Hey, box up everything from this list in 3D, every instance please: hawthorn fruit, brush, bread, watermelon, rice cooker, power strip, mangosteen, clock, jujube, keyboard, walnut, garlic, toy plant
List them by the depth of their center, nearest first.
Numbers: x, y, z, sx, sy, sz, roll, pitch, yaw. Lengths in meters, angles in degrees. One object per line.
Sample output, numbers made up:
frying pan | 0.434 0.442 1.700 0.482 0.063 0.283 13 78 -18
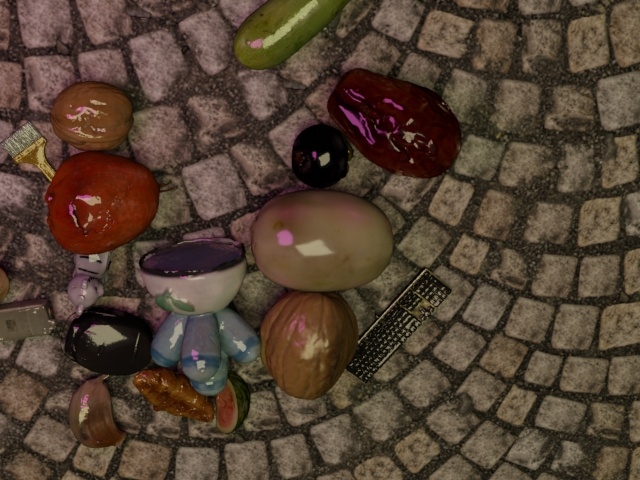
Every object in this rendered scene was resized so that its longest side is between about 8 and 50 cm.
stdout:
walnut | -0.464 -0.253 1.731 0.167 0.149 0.166 -12 143 -9
hawthorn fruit | -0.424 -0.085 1.762 0.299 0.211 0.211 -12 112 -34
jujube | 0.157 -0.246 1.776 0.290 0.197 0.197 32 103 1
brush | -0.585 -0.152 1.817 0.083 0.011 0.205 -36 109 5
mangosteen | 0.013 -0.183 1.823 0.151 0.137 0.137 -13 114 -39
clock | -0.500 0.065 1.842 0.080 0.117 0.176 12 106 -11
toy plant | -0.257 0.180 1.842 0.247 0.247 0.332 -6 106 -5
power strip | -0.725 0.186 1.892 0.272 0.052 0.078 -8 109 -3
walnut | -0.026 0.228 1.895 0.225 0.225 0.260 8 113 -9
rice cooker | -0.473 0.223 1.897 0.203 0.118 0.142 18 106 -12
bread | -0.340 0.353 1.973 0.105 0.076 0.233 -39 122 24
garlic | -0.521 0.390 1.976 0.129 0.090 0.198 -6 103 -20
keyboard | 0.173 0.205 2.013 0.106 0.027 0.317 38 101 -17
watermelon | -0.197 0.388 2.025 0.069 0.087 0.163 -12 117 -42

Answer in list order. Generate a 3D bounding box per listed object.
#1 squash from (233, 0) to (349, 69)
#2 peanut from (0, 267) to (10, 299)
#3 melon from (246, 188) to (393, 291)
squash | -0.020 -0.477 1.718 0.371 0.118 0.118 -37 108 3
peanut | -0.783 0.100 1.820 0.225 0.129 0.129 -1 109 -15
melon | 0.000 0.000 1.821 0.317 0.223 0.223 0 108 -10
